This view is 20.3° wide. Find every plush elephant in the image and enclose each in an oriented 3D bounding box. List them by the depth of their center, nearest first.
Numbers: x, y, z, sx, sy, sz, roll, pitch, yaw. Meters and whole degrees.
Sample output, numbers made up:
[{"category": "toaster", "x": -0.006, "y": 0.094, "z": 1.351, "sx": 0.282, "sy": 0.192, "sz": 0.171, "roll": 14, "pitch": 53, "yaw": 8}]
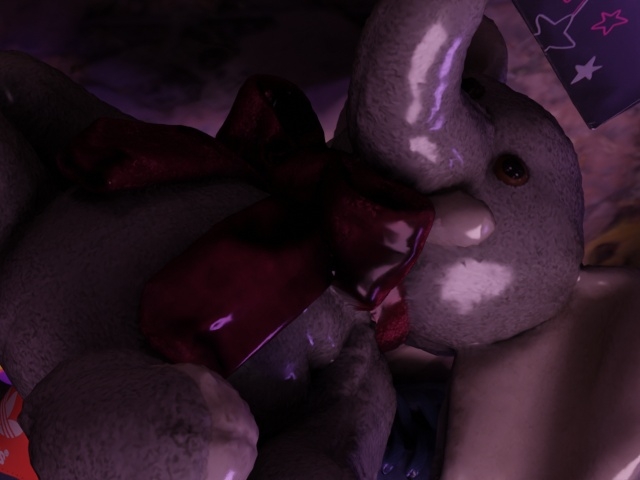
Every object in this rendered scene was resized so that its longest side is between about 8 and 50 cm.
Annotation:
[{"category": "plush elephant", "x": 0.000, "y": 0.000, "z": 0.704, "sx": 0.255, "sy": 0.272, "sz": 0.330, "roll": -36, "pitch": 145, "yaw": -6}]

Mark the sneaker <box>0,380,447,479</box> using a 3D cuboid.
[{"category": "sneaker", "x": -0.010, "y": 0.107, "z": 0.968, "sx": 0.350, "sy": 0.131, "sz": 0.148, "roll": -5, "pitch": 134, "yaw": -22}]

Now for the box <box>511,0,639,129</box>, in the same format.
[{"category": "box", "x": 0.099, "y": -0.186, "z": 0.615, "sx": 0.163, "sy": 0.142, "sz": 0.247, "roll": -30, "pitch": 143, "yaw": 10}]

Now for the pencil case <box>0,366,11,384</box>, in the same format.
[{"category": "pencil case", "x": -0.189, "y": -0.012, "z": 0.769, "sx": 0.104, "sy": 0.104, "sz": 0.236, "roll": -37, "pitch": 138, "yaw": 25}]
